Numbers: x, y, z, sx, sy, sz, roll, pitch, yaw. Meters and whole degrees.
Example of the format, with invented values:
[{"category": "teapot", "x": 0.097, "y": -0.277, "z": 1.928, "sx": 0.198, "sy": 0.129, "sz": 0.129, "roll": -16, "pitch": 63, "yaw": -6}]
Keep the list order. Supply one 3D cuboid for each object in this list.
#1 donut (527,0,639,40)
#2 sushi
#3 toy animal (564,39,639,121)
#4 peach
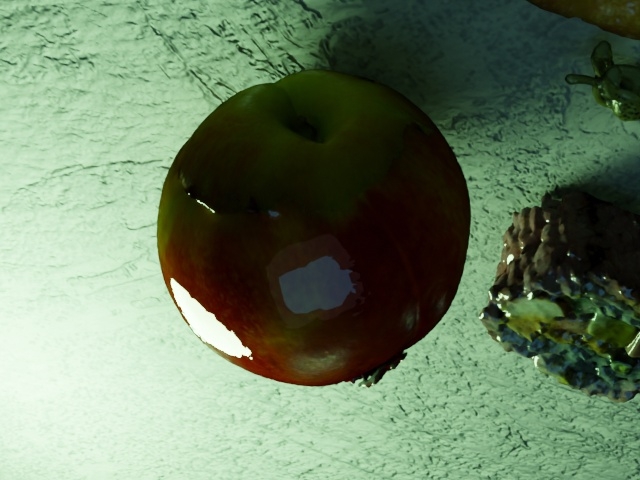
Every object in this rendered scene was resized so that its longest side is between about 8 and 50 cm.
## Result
[{"category": "donut", "x": 0.299, "y": -0.380, "z": 1.446, "sx": 0.377, "sy": 0.163, "sz": 0.435, "roll": 14, "pitch": 143, "yaw": -5}, {"category": "sushi", "x": 0.325, "y": 0.065, "z": 1.988, "sx": 0.270, "sy": 0.171, "sz": 0.236, "roll": 25, "pitch": 139, "yaw": -17}, {"category": "toy animal", "x": 0.361, "y": -0.157, "z": 1.783, "sx": 0.181, "sy": 0.073, "sz": 0.136, "roll": -8, "pitch": 146, "yaw": 14}, {"category": "peach", "x": 0.000, "y": 0.000, "z": 1.822, "sx": 0.370, "sy": 0.370, "sz": 0.370, "roll": 5, "pitch": 142, "yaw": 4}]
